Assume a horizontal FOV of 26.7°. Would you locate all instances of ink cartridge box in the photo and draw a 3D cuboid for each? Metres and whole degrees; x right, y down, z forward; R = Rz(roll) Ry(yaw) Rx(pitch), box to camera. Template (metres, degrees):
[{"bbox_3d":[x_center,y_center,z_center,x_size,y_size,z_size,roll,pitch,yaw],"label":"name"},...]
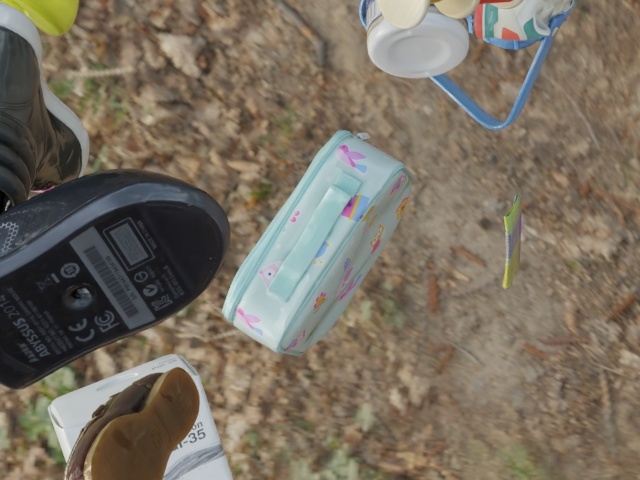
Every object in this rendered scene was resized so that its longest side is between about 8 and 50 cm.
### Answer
[{"bbox_3d":[-0.238,0.332,1.895,0.207,0.117,0.283,-21,107,-16],"label":"ink cartridge box"}]

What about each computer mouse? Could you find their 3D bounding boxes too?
[{"bbox_3d":[-0.195,0.023,0.907,0.272,0.188,0.072,-24,41,-4],"label":"computer mouse"}]

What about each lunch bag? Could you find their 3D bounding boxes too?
[{"bbox_3d":[0.000,0.000,1.607,0.108,0.224,0.279,32,91,13],"label":"lunch bag"}]

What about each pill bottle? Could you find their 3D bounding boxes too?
[{"bbox_3d":[0.090,-0.246,1.266,0.094,0.094,0.169,-10,62,20],"label":"pill bottle"}]

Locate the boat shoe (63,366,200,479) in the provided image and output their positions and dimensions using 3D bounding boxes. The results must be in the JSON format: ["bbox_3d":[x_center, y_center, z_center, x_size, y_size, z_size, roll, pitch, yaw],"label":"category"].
[{"bbox_3d":[-0.164,0.171,1.113,0.073,0.207,0.073,-19,99,19],"label":"boat shoe"}]

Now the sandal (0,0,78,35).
[{"bbox_3d":[-0.259,-0.275,1.121,0.317,0.126,0.138,34,85,42],"label":"sandal"}]

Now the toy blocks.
[{"bbox_3d":[0.101,-0.219,0.944,0.054,0.148,0.123,-4,101,53],"label":"toy blocks"}]

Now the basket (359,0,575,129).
[{"bbox_3d":[0.189,-0.306,1.633,0.255,0.201,0.289,41,129,15],"label":"basket"}]

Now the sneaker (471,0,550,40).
[{"bbox_3d":[0.167,-0.235,1.094,0.075,0.057,0.161,8,123,7],"label":"sneaker"}]

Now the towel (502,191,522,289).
[{"bbox_3d":[0.187,0.001,1.317,0.009,0.060,0.083,7,120,18],"label":"towel"}]

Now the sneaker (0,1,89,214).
[{"bbox_3d":[-0.251,-0.053,1.035,0.105,0.295,0.146,8,71,2],"label":"sneaker"}]
